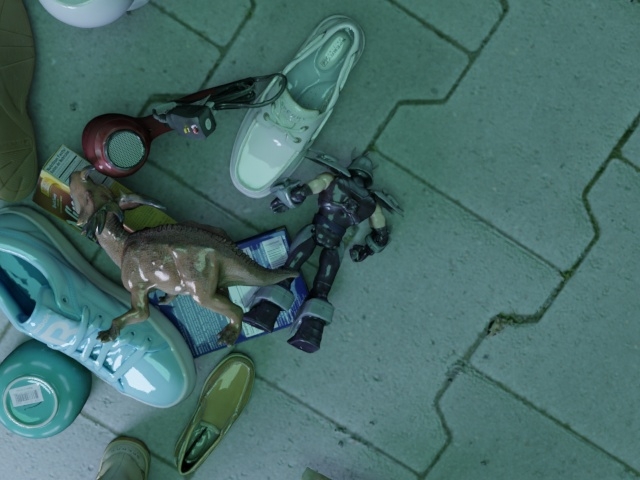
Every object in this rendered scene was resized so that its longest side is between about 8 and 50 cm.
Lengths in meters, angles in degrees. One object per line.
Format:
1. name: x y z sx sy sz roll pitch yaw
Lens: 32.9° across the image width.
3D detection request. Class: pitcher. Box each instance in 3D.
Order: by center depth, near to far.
1. pitcher: -0.308 -0.324 1.349 0.178 0.207 0.125 -9 101 3

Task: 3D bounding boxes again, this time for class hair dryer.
1. hair dryer: -0.200 -0.141 1.394 0.293 0.223 0.080 -5 106 30

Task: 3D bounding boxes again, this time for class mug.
1. mug: -0.398 0.220 1.508 0.129 0.097 0.158 31 99 -6

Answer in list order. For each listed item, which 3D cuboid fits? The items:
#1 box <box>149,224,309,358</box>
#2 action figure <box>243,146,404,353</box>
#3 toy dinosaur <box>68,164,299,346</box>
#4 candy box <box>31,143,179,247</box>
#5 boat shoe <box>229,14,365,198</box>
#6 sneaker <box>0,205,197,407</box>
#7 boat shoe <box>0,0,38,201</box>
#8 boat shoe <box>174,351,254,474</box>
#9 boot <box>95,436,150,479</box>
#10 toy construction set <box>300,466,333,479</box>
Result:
1. box: -0.132 0.079 1.514 0.225 0.036 0.136 -19 100 2
2. action figure: 0.000 0.000 1.453 0.185 0.099 0.285 29 79 -12
3. toy dinosaur: -0.178 0.015 1.328 0.296 0.127 0.200 3 118 6
4. candy box: -0.289 -0.038 1.452 0.187 0.109 0.053 35 61 -6
5. boat shoe: -0.037 -0.177 1.435 0.098 0.096 0.277 30 99 -6
6. sneaker: -0.332 0.112 1.446 0.366 0.150 0.135 39 113 -1
7. boat shoe: -0.437 -0.194 1.429 0.092 0.103 0.285 3 102 32
8. boat shoe: -0.148 0.249 1.529 0.068 0.072 0.190 25 100 -5
9. boot: -0.297 0.426 1.495 0.095 0.203 0.262 12 99 -2
10. toy construction set: -0.072 0.463 1.518 0.237 0.257 0.309 28 79 7
